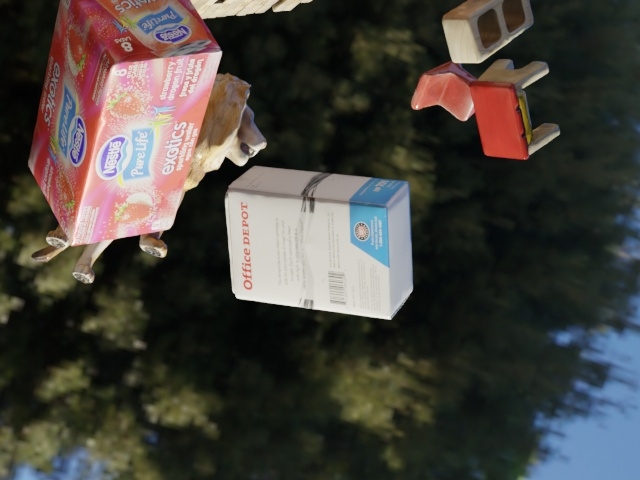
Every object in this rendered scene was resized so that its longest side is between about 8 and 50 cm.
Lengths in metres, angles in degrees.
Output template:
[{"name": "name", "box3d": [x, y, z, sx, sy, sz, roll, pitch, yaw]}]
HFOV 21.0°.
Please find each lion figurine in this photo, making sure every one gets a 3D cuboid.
[{"name": "lion figurine", "box3d": [-0.246, -0.090, 2.312, 0.392, 0.142, 0.240, -10, -128, 48]}]

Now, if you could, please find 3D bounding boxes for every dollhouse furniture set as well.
[{"name": "dollhouse furniture set", "box3d": [0.134, -0.270, 2.079, 0.201, 0.152, 0.374, 10, -56, 42]}]

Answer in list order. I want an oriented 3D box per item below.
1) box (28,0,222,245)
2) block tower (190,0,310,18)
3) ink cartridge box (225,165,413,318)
[{"name": "box", "box3d": [-0.202, -0.131, 1.745, 0.128, 0.122, 0.257, 57, -36, 32]}, {"name": "block tower", "box3d": [-0.157, -0.380, 2.520, 0.091, 0.335, 0.097, -30, -108, 55]}, {"name": "ink cartridge box", "box3d": [0.000, 0.000, 1.925, 0.190, 0.082, 0.140, 8, -64, 22]}]
